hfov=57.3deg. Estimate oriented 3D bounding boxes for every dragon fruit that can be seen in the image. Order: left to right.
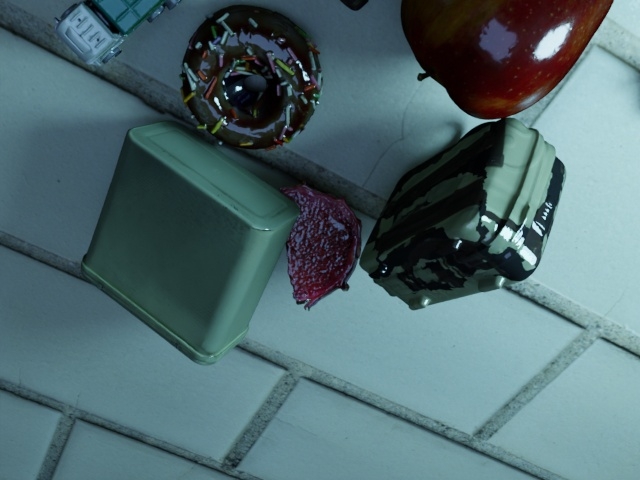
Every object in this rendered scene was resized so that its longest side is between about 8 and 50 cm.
[{"bbox_3d":[0.005,-0.004,1.208,0.161,0.126,0.274,-7,109,-1],"label":"dragon fruit"}]

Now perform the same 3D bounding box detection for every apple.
[{"bbox_3d":[0.268,-0.340,0.867,0.288,0.288,0.317,41,101,-21],"label":"apple"}]

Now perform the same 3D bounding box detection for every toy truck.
[{"bbox_3d":[-0.314,-0.397,0.955,0.253,0.124,0.114,-40,113,5],"label":"toy truck"}]

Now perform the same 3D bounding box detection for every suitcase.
[{"bbox_3d":[0.259,-0.056,1.031,0.194,0.339,0.351,37,151,-16],"label":"suitcase"}]

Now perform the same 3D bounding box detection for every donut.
[{"bbox_3d":[-0.125,-0.279,1.046,0.269,0.103,0.270,1,122,2],"label":"donut"}]

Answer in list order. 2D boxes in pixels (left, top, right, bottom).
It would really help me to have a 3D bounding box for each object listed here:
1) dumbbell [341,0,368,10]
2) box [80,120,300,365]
[{"bbox_3d":[0.093,-0.471,0.886,0.225,0.124,0.140,-33,115,23],"label":"dumbbell"},{"bbox_3d":[-0.258,0.004,1.142,0.352,0.177,0.344,35,121,11],"label":"box"}]
